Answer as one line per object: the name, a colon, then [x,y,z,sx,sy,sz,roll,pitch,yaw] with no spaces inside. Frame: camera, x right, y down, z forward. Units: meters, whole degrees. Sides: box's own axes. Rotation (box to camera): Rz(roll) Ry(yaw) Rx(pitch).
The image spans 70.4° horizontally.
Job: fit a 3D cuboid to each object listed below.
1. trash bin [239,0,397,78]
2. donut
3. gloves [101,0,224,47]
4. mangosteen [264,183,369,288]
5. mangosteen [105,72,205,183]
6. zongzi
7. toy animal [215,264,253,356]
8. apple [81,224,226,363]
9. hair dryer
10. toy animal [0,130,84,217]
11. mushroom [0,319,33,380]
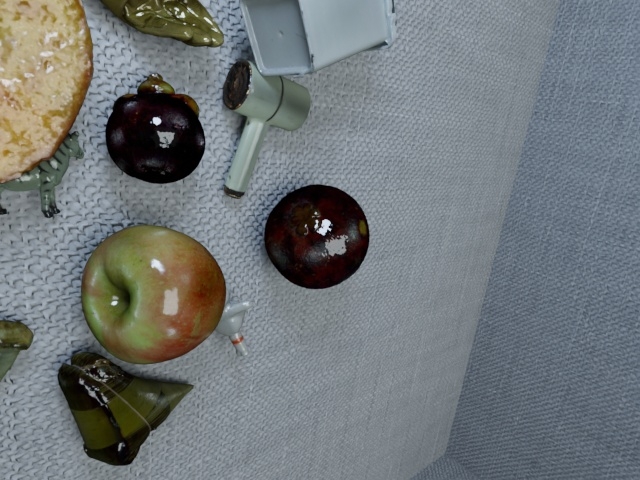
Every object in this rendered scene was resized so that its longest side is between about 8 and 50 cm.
trash bin: [-0.003,-0.562,1.082,0.367,0.255,0.296,-45,135,-37]
donut: [-0.588,-0.327,0.746,0.377,0.163,0.435,-34,126,-30]
gloves: [-0.340,-0.500,0.915,0.331,0.141,0.154,25,74,-44]
mangosteen: [0.000,0.000,1.345,0.306,0.306,0.359,-57,155,-8]
mangosteen: [-0.354,-0.249,0.986,0.211,0.211,0.250,11,68,-45]
zongzi: [-0.481,0.367,1.177,0.317,0.154,0.289,-38,128,-51]
toy animal: [-0.266,0.196,1.286,0.138,0.140,0.282,-42,128,-10]
apple: [-0.367,0.121,1.038,0.277,0.319,0.319,-6,113,-62]
hair dryer: [-0.179,-0.262,1.195,0.203,0.128,0.362,8,109,-44]
toy animal: [-0.580,-0.133,0.899,0.217,0.073,0.176,-7,106,-36]
mushroom: [-0.729,0.297,0.937,0.312,0.081,0.100,-53,131,-7]
